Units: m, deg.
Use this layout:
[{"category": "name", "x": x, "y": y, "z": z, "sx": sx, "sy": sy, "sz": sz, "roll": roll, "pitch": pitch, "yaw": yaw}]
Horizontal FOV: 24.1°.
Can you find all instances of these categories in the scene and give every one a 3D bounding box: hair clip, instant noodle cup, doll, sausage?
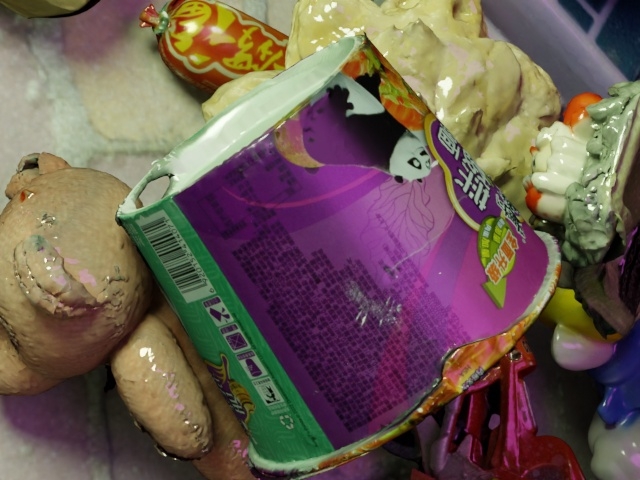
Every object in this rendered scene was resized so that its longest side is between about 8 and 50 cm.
[{"category": "hair clip", "x": 0.198, "y": -0.023, "z": 1.090, "sx": 0.321, "sy": 0.091, "sz": 0.138, "roll": 52, "pitch": 56, "yaw": -69}, {"category": "instant noodle cup", "x": 0.000, "y": 0.000, "z": 0.955, "sx": 0.251, "sy": 0.251, "sz": 0.190, "roll": -45, "pitch": 106, "yaw": -33}, {"category": "doll", "x": 0.328, "y": 0.163, "z": 1.333, "sx": 0.376, "sy": 0.187, "sz": 0.366, "roll": -23, "pitch": 105, "yaw": -59}, {"category": "sausage", "x": -0.032, "y": -0.125, "z": 1.195, "sx": 0.264, "sy": 0.083, "sz": 0.083, "roll": 24, "pitch": 68, "yaw": -30}, {"category": "doll", "x": -0.136, "y": 0.091, "z": 1.048, "sx": 0.156, "sy": 0.201, "sz": 0.303, "roll": -32, "pitch": 113, "yaw": 6}]

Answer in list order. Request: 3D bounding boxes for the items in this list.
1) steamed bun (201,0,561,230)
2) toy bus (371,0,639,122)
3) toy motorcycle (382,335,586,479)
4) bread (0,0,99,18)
[{"category": "steamed bun", "x": 0.056, "y": -0.059, "z": 1.128, "sx": 0.292, "sy": 0.137, "sz": 0.295, "roll": 22, "pitch": 108, "yaw": -17}, {"category": "toy bus", "x": 0.117, "y": -0.277, "z": 1.246, "sx": 0.440, "sy": 0.209, "sz": 0.249, "roll": 43, "pitch": 61, "yaw": -21}, {"category": "toy motorcycle", "x": 0.151, "y": 0.209, "z": 1.191, "sx": 0.298, "sy": 0.171, "sz": 0.089, "roll": 65, "pitch": 13, "yaw": 14}, {"category": "bread", "x": -0.204, "y": -0.282, "z": 1.052, "sx": 0.212, "sy": 0.142, "sz": 0.224, "roll": 51, "pitch": 56, "yaw": -38}]
